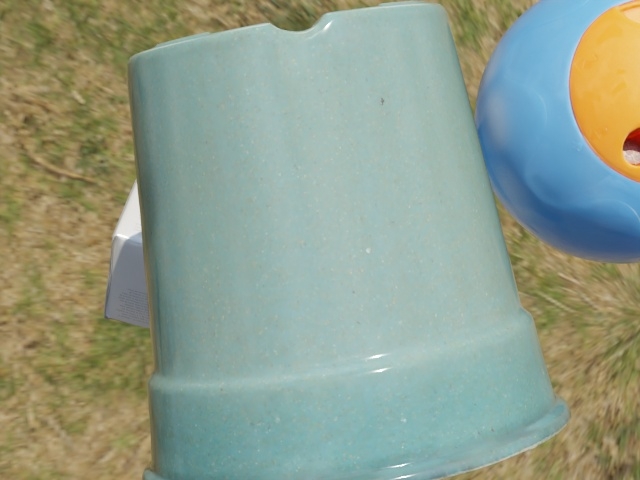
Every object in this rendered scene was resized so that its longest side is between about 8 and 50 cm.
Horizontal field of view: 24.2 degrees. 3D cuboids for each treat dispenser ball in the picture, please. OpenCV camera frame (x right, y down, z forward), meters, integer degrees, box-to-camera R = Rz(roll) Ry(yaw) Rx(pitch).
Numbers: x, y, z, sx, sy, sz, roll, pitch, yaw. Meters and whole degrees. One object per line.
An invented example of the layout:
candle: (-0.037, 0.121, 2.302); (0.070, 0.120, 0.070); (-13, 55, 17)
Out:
treat dispenser ball: (0.298, -0.120, 1.490); (0.288, 0.288, 0.288); (-1, 87, 12)

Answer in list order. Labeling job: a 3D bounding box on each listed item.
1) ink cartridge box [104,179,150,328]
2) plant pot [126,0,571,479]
ink cartridge box: (-0.038, -0.015, 1.571); (0.309, 0.272, 0.130); (15, 135, 0)
plant pot: (0.000, 0.000, 1.166); (0.341, 0.341, 0.334); (-9, 95, 12)
